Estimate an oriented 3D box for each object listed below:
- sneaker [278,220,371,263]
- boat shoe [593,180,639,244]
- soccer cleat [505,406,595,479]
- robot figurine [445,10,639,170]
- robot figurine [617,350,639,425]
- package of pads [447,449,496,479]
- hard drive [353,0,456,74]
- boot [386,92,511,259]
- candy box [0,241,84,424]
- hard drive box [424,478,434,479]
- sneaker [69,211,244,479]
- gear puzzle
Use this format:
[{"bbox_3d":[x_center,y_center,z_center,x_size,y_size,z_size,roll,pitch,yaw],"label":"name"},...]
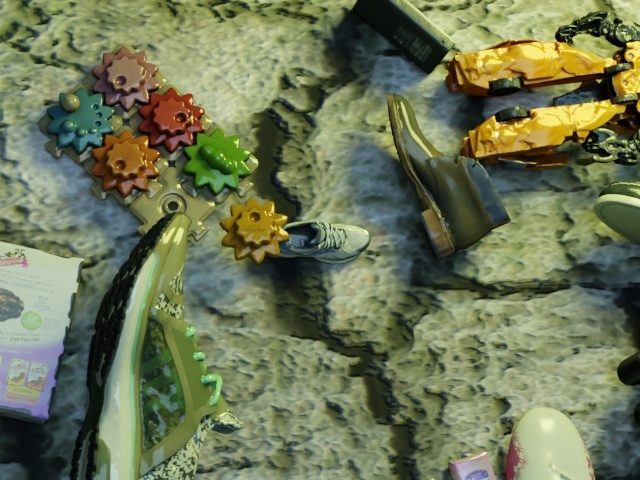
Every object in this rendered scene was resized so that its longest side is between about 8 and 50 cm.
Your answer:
[{"bbox_3d":[0.000,0.000,1.931,0.135,0.058,0.052,-3,78,-13],"label":"sneaker"},{"bbox_3d":[0.515,-0.037,2.014,0.340,0.127,0.113,15,74,-10],"label":"boat shoe"},{"bbox_3d":[0.297,0.362,1.868,0.116,0.143,0.331,1,77,-12],"label":"soccer cleat"},{"bbox_3d":[0.318,-0.188,2.027,0.291,0.085,0.211,-8,80,-13],"label":"robot figurine"},{"bbox_3d":[0.518,0.150,1.951,0.278,0.173,0.209,-17,117,-15],"label":"robot figurine"},{"bbox_3d":[0.193,0.305,1.917,0.050,0.032,0.083,-16,81,-12],"label":"package of pads"},{"bbox_3d":[0.106,-0.277,1.996,0.135,0.094,0.022,40,74,-1],"label":"hard drive"},{"bbox_3d":[0.159,-0.095,1.962,0.106,0.082,0.219,-20,92,5],"label":"boot"},{"bbox_3d":[-0.379,0.102,1.821,0.164,0.070,0.196,13,76,-9],"label":"candy box"},{"bbox_3d":[0.108,0.429,1.842,0.181,0.089,0.232,-30,85,-17],"label":"hard drive box"},{"bbox_3d":[-0.177,0.173,1.825,0.182,0.158,0.410,12,83,-20],"label":"sneaker"},{"bbox_3d":[-0.179,-0.090,1.896,0.339,0.044,0.175,42,73,8],"label":"gear puzzle"}]
